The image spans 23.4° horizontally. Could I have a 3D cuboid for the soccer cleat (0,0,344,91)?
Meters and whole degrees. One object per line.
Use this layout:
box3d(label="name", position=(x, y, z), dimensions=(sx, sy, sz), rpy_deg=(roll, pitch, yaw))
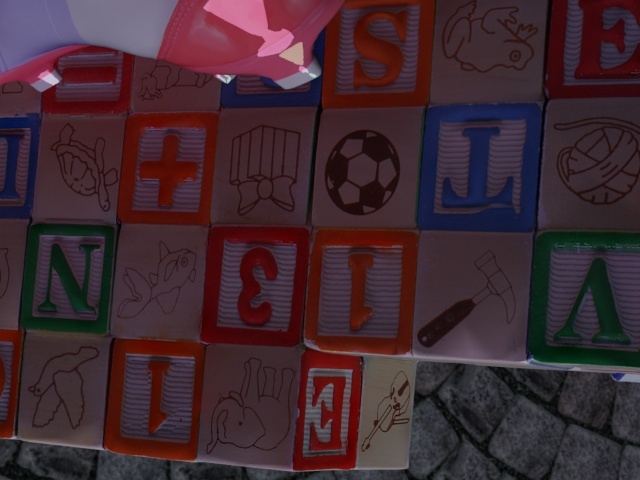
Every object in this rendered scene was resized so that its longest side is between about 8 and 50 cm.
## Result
box3d(label="soccer cleat", position=(-0.091, -0.095, 0.495), dimensions=(0.248, 0.083, 0.095), rpy_deg=(6, 147, 44))

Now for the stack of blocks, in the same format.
box3d(label="stack of blocks", position=(0.000, 0.000, 0.583), dimensions=(0.297, 0.171, 0.087), rpy_deg=(1, 174, 30))

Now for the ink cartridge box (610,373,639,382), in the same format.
box3d(label="ink cartridge box", position=(0.234, 0.003, 0.759), dimensions=(0.224, 0.045, 0.223), rpy_deg=(6, 143, -17))
